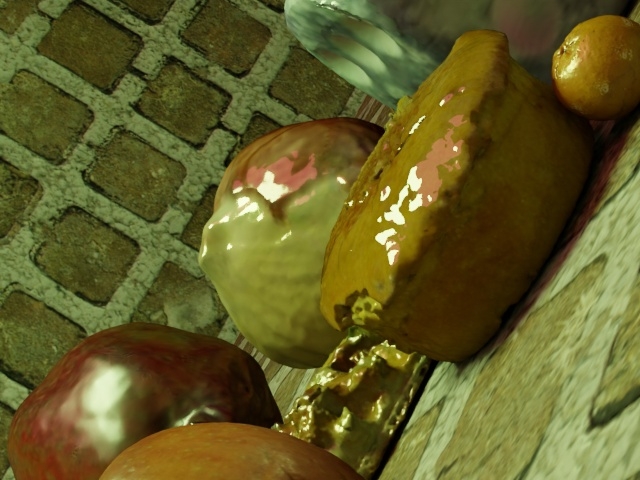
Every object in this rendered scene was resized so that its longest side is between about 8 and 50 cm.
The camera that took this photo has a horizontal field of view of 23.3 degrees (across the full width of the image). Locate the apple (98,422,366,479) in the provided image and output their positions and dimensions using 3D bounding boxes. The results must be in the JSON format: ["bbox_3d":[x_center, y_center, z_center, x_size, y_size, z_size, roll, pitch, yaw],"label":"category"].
[{"bbox_3d":[-0.069,0.239,0.963,0.251,0.206,0.272,-58,5,50],"label":"apple"}]

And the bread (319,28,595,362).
[{"bbox_3d":[0.105,-0.032,1.216,0.268,0.146,0.268,-60,8,15],"label":"bread"}]

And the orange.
[{"bbox_3d":[0.209,-0.128,1.145,0.083,0.070,0.083,-55,7,10],"label":"orange"}]

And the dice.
[{"bbox_3d":[0.141,-0.263,1.481,0.271,0.270,0.270,-60,5,-8],"label":"dice"}]

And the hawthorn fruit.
[{"bbox_3d":[-0.189,0.226,1.774,0.325,0.308,0.308,-45,11,30],"label":"hawthorn fruit"}]

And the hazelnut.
[{"bbox_3d":[0.000,0.000,1.520,0.261,0.241,0.261,22,115,57],"label":"hazelnut"}]

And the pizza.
[{"bbox_3d":[0.005,0.168,1.391,0.258,0.087,0.268,-58,2,-21],"label":"pizza"}]
